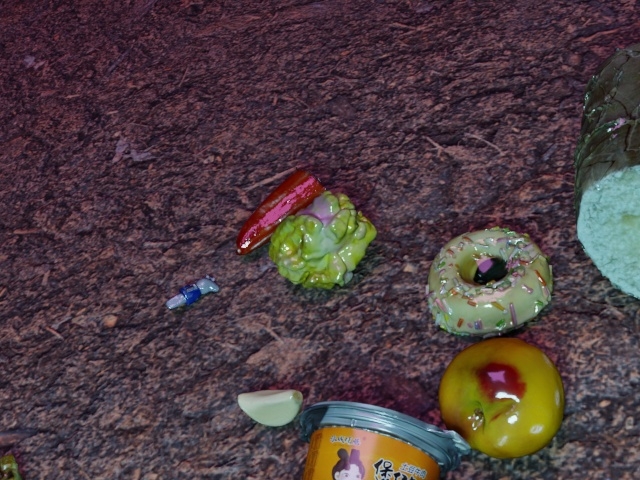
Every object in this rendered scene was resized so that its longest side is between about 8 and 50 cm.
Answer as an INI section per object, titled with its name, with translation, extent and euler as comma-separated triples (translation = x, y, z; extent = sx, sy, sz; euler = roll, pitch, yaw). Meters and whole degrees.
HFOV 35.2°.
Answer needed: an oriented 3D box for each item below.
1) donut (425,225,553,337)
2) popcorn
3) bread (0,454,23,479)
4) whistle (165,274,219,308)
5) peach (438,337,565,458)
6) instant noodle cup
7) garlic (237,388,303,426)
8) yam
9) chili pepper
[donut]
translation = 0.214, 0.048, 1.300
extent = 0.174, 0.068, 0.174
euler = -13, 37, 10
[popcorn]
translation = 0.000, 0.000, 1.420
extent = 0.145, 0.126, 0.126
euler = -51, 24, 6
[bread]
translation = -0.426, 0.338, 1.260
extent = 0.117, 0.064, 0.156
euler = -21, 39, -1
[whistle]
translation = -0.189, 0.079, 1.490
extent = 0.083, 0.029, 0.033
euler = -29, 53, -21
[peach]
translation = 0.204, 0.170, 1.113
extent = 0.138, 0.138, 0.138
euler = -13, 38, 11
[instant noodle cup]
translation = 0.047, 0.260, 1.056
extent = 0.208, 0.177, 0.125
euler = -24, 40, 51
[garlic]
translation = -0.056, 0.204, 1.252
extent = 0.083, 0.053, 0.041
euler = -12, 40, 26
[yam]
translation = 0.435, -0.094, 1.239
extent = 0.241, 0.241, 0.348
euler = -7, 38, 18
[chili pepper]
translation = -0.068, -0.033, 1.546
extent = 0.169, 0.065, 0.088
euler = -42, 26, -16
